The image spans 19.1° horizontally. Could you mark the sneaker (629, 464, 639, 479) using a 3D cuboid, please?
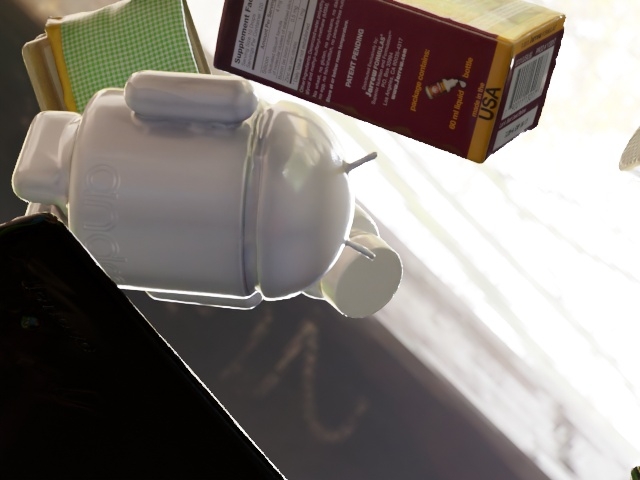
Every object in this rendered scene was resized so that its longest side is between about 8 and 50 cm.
[{"bbox_3d":[0.471,0.356,1.976,0.182,0.410,0.158,-33,-151,-16],"label":"sneaker"}]

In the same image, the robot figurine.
[{"bbox_3d":[-0.120,-0.045,1.888,0.300,0.353,0.199,88,8,-48],"label":"robot figurine"}]

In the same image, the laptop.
[{"bbox_3d":[-0.238,0.074,1.364,0.236,0.382,0.408,-37,-141,-2],"label":"laptop"}]

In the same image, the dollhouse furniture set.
[{"bbox_3d":[-0.262,-0.252,2.108,0.197,0.301,0.151,-19,180,15],"label":"dollhouse furniture set"}]

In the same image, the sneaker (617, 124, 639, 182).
[{"bbox_3d":[0.388,-0.059,1.785,0.102,0.161,0.282,-56,-176,4],"label":"sneaker"}]

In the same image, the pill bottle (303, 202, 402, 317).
[{"bbox_3d":[0.000,0.000,2.435,0.131,0.131,0.229,-46,-135,-2],"label":"pill bottle"}]

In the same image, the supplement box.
[{"bbox_3d":[0.042,-0.123,1.179,0.104,0.188,0.081,-31,139,-60],"label":"supplement box"}]
